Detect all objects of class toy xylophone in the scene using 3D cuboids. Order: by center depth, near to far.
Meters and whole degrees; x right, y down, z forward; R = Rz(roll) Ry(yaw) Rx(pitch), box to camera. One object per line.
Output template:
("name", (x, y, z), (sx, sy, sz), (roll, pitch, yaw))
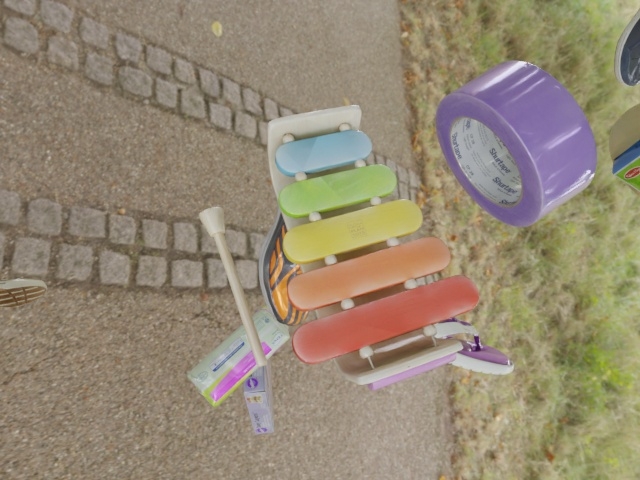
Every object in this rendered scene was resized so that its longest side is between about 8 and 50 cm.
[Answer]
("toy xylophone", (0.010, 0.012, 0.545), (0.237, 0.081, 0.322), (-23, 73, -18))

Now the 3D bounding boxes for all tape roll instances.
("tape roll", (0.232, -0.116, 0.614), (0.188, 0.080, 0.189), (57, -7, 11))

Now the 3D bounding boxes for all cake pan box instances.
("cake pan box", (-0.185, 0.413, 1.498), (0.266, 0.070, 0.245), (87, -3, -45))

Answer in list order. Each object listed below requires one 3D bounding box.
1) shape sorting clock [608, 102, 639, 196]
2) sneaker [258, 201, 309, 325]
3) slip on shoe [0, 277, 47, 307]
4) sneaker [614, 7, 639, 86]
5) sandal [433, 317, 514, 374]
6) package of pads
("shape sorting clock", (0.412, -0.075, 0.532), (0.040, 0.206, 0.206), (-51, 121, -7))
("sneaker", (0.000, 0.000, 0.866), (0.125, 0.180, 0.320), (5, 91, -48))
("slip on shoe", (-0.431, 0.063, 0.647), (0.135, 0.051, 0.041), (-8, 55, -50))
("sneaker", (0.618, -0.362, 0.865), (0.086, 0.226, 0.163), (3, 35, -10))
("sandal", (0.250, 0.191, 1.084), (0.417, 0.102, 0.169), (20, 6, -10))
("package of pads", (-0.185, 0.265, 1.184), (0.101, 0.229, 0.296), (47, -6, 2))
